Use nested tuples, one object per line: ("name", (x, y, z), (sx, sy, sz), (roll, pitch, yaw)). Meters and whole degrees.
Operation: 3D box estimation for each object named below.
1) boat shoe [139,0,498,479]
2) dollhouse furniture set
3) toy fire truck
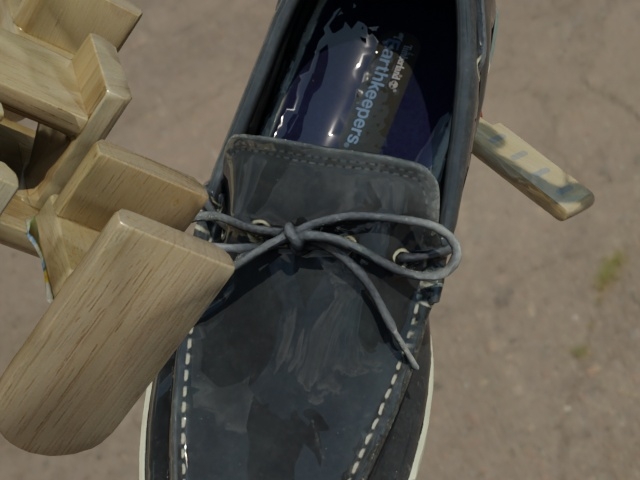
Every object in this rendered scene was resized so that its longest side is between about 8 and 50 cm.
("boat shoe", (0.000, 0.000, 0.915), (0.186, 0.156, 0.500), (13, 69, 12))
("dollhouse furniture set", (-0.183, -0.029, 0.496), (0.161, 0.242, 0.212), (-53, 35, 22))
("toy fire truck", (0.067, -0.045, 1.178), (0.246, 0.158, 0.217), (-11, 29, 46))
